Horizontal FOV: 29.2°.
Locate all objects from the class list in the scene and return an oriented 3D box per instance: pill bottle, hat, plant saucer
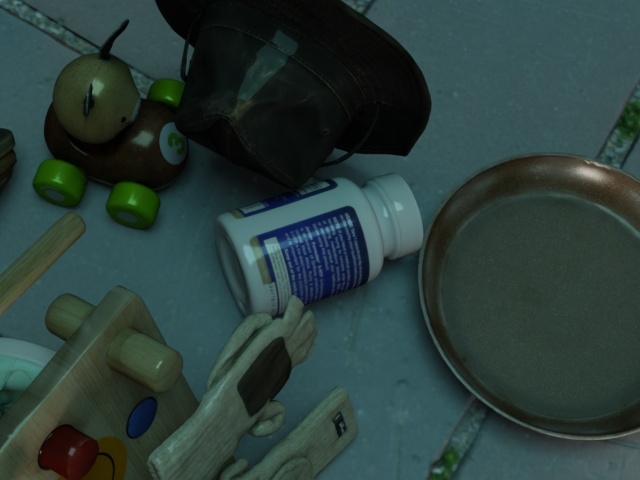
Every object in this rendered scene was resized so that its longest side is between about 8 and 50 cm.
[{"bbox_3d":[0.000,0.000,1.204,0.187,0.112,0.112,-18,70,-15],"label":"pill bottle"},{"bbox_3d":[-0.059,-0.133,1.146,0.331,0.331,0.134,32,75,6],"label":"hat"},{"bbox_3d":[0.247,0.056,1.249,0.311,0.050,0.310,3,66,-8],"label":"plant saucer"}]

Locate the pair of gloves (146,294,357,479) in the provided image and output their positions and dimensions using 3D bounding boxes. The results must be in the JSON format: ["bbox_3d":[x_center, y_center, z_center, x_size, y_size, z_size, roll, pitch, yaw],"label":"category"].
[{"bbox_3d":[-0.057,0.172,1.064,0.042,0.240,0.204,22,61,31],"label":"pair of gloves"}]

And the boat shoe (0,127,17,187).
[{"bbox_3d":[-0.397,-0.006,1.147,0.111,0.104,0.307,6,33,35],"label":"boat shoe"}]

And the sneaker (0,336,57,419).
[{"bbox_3d":[-0.330,0.167,1.089,0.256,0.094,0.151,3,60,4],"label":"sneaker"}]

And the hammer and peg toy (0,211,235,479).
[{"bbox_3d":[-0.203,0.162,0.972,0.127,0.361,0.266,24,62,27],"label":"hammer and peg toy"}]

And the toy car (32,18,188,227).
[{"bbox_3d":[-0.199,-0.128,1.189,0.149,0.188,0.155,17,65,0],"label":"toy car"}]
